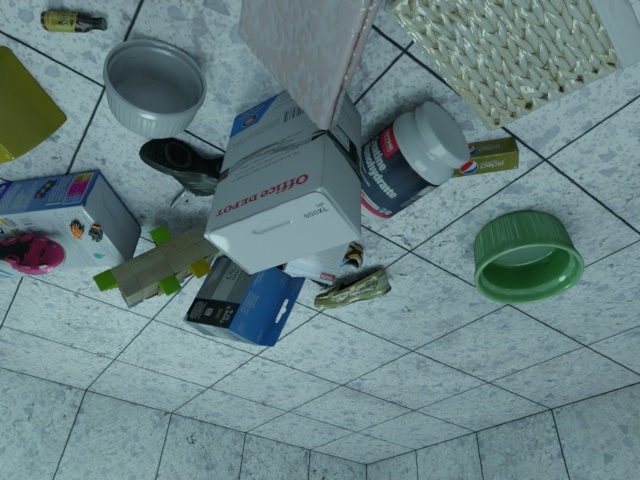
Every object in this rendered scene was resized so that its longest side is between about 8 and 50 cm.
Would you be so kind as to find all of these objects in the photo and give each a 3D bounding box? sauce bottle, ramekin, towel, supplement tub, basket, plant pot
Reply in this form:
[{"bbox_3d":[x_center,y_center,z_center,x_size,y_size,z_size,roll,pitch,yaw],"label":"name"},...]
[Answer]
[{"bbox_3d":[-0.515,-0.458,1.017,0.128,0.042,0.042,1,141,0],"label":"sauce bottle"},{"bbox_3d":[-0.361,-0.319,1.052,0.207,0.207,0.109,18,147,-16],"label":"ramekin"},{"bbox_3d":[-0.032,-0.413,0.850,0.053,0.331,0.317,-23,154,-30],"label":"towel"},{"bbox_3d":[0.198,-0.185,1.174,0.191,0.191,0.272,30,134,-29],"label":"supplement tub"},{"bbox_3d":[0.304,-0.420,0.784,0.331,0.328,0.266,33,136,-32],"label":"basket"},{"bbox_3d":[-0.777,-0.287,1.129,0.212,0.187,0.212,-9,138,15],"label":"plant pot"},{"bbox_3d":[0.611,0.051,1.464,0.304,0.148,0.303,2,140,2],"label":"ramekin"}]

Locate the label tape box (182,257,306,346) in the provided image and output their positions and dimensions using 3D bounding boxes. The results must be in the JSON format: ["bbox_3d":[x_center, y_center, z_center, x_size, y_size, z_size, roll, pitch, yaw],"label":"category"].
[{"bbox_3d":[-0.243,0.185,1.529,0.348,0.249,0.115,-1,144,42],"label":"label tape box"}]

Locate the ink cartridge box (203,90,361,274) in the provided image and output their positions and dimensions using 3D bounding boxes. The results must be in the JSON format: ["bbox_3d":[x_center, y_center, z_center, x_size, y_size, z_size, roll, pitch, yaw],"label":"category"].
[{"bbox_3d":[-0.067,-0.154,1.073,0.286,0.394,0.166,-19,135,26],"label":"ink cartridge box"}]

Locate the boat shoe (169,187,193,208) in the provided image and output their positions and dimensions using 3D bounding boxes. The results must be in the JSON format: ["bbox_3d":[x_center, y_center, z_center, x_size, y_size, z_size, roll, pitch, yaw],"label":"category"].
[{"bbox_3d":[-0.406,-0.119,1.425,0.035,0.035,0.100,34,125,-28],"label":"boat shoe"}]

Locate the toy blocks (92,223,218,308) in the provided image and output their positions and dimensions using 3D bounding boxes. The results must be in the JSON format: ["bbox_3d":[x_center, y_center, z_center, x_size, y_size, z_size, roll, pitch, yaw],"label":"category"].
[{"bbox_3d":[-0.484,0.092,1.506,0.381,0.190,0.261,-30,175,-25],"label":"toy blocks"}]

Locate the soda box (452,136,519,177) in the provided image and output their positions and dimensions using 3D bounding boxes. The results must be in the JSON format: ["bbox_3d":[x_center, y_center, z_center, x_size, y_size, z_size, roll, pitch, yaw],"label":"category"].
[{"bbox_3d":[0.405,-0.210,1.234,0.181,0.058,0.061,-7,139,12],"label":"soda box"}]

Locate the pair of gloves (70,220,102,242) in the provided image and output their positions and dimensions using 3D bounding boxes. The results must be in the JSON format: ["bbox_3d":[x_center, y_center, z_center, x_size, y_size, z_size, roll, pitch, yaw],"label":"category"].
[{"bbox_3d":[-0.648,-0.025,1.344,0.083,0.010,0.074,10,138,-11],"label":"pair of gloves"}]

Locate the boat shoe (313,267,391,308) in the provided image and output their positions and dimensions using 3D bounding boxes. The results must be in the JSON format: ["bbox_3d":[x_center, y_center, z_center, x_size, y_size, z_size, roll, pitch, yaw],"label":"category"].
[{"bbox_3d":[0.103,0.169,1.701,0.285,0.104,0.089,-17,99,16],"label":"boat shoe"}]

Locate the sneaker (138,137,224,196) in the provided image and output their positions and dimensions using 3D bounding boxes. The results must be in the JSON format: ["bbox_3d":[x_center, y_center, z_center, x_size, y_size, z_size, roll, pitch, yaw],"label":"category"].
[{"bbox_3d":[-0.343,-0.177,1.300,0.286,0.109,0.130,20,144,-16],"label":"sneaker"}]

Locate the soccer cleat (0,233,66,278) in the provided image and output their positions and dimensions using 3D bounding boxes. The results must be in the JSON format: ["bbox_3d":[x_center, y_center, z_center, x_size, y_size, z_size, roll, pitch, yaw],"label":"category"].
[{"bbox_3d":[-0.868,0.052,1.394,0.332,0.116,0.143,2,156,6],"label":"soccer cleat"}]

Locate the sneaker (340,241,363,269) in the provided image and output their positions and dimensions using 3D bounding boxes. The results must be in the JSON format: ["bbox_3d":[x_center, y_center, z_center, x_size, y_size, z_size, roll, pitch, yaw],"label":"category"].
[{"bbox_3d":[0.056,0.034,1.535,0.186,0.083,0.069,18,138,-18],"label":"sneaker"}]

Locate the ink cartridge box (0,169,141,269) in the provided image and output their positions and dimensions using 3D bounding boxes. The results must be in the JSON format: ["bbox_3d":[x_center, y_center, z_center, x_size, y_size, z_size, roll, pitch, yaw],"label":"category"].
[{"bbox_3d":[-0.790,-0.046,1.450,0.396,0.151,0.270,-7,139,10],"label":"ink cartridge box"}]

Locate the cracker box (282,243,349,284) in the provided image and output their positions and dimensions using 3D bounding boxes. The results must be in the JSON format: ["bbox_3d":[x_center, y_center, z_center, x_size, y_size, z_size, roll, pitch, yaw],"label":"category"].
[{"bbox_3d":[0.000,0.000,1.428,0.156,0.067,0.232,18,105,-17],"label":"cracker box"}]

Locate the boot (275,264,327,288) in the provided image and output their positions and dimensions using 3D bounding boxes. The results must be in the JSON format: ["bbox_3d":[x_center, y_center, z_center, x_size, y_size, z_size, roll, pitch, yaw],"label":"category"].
[{"bbox_3d":[-0.096,0.081,1.617,0.229,0.091,0.263,1,151,20],"label":"boot"}]
